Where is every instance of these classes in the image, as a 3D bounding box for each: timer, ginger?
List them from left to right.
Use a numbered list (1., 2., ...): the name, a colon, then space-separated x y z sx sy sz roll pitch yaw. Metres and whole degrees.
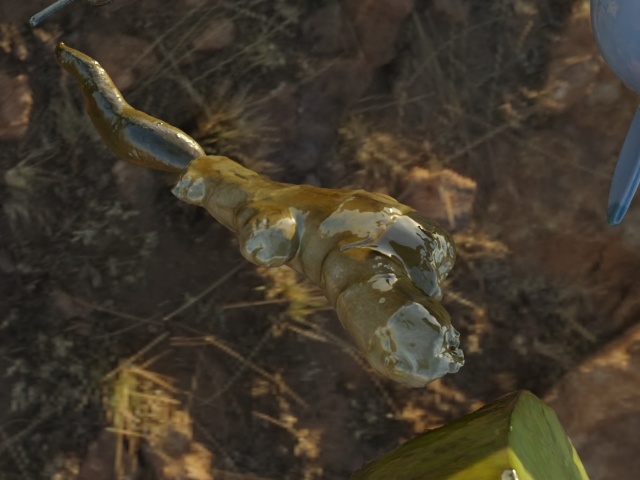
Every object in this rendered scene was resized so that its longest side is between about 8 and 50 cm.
1. ginger: 0.000 0.000 0.955 0.148 0.333 0.081 -33 136 -32
2. timer: 0.294 -0.139 0.981 0.175 0.175 0.256 15 57 -32

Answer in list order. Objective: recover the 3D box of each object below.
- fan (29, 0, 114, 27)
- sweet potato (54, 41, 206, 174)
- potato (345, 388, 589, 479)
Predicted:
1. fan: -0.295 -0.345 1.708 0.008 0.226 0.153 51 18 -39
2. sweet potato: -0.220 -0.134 1.424 0.249 0.059 0.069 39 63 15
3. potato: 0.048 0.163 0.575 0.298 0.176 0.141 -44 111 -49
